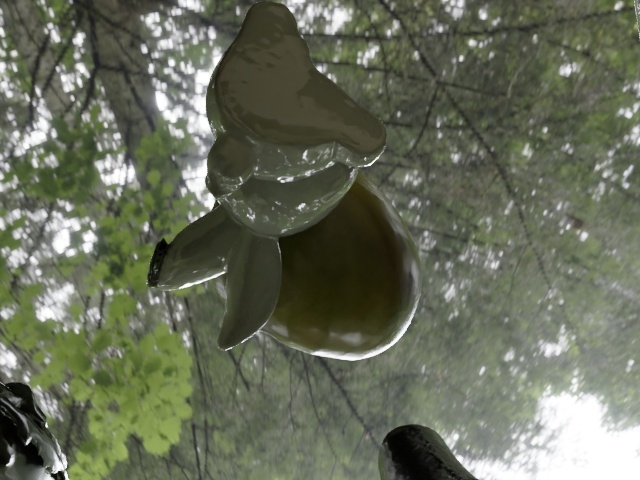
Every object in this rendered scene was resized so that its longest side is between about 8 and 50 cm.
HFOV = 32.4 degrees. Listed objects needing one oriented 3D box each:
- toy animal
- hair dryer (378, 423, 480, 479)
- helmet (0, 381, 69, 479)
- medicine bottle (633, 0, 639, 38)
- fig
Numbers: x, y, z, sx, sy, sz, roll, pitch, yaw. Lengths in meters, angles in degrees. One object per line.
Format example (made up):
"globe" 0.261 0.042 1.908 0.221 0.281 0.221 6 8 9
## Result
"toy animal" -0.042 -0.039 0.599 0.127 0.181 0.131 -37 -105 -22
"hair dryer" 0.107 0.171 0.433 0.219 0.195 0.075 42 -84 -10
"helmet" -0.217 0.118 0.375 0.231 0.279 0.160 5 -120 3
"medicine bottle" 0.400 -0.136 0.685 0.379 0.213 0.213 -10 -115 16
"fig" -0.004 0.010 0.713 0.121 0.153 0.136 -47 -147 11
